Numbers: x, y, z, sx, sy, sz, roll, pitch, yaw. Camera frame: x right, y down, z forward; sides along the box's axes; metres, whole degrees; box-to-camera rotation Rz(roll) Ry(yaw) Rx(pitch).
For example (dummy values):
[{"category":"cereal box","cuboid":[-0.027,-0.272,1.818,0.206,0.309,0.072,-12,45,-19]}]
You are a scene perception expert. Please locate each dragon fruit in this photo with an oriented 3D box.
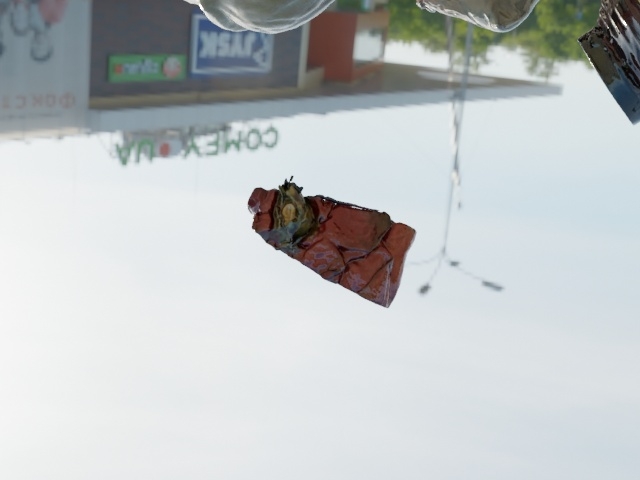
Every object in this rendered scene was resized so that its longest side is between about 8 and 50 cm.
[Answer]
[{"category":"dragon fruit","cuboid":[0.010,-0.016,1.122,0.192,0.092,0.122,26,-168,-15]}]

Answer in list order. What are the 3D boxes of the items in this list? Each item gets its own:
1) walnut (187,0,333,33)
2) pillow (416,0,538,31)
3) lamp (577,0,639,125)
[{"category":"walnut","cuboid":[-0.088,-0.421,1.373,0.296,0.285,0.285,29,-159,14]},{"category":"pillow","cuboid":[0.269,-0.419,1.627,0.173,0.067,0.270,-42,-145,-9]},{"category":"lamp","cuboid":[0.464,-0.265,1.296,0.247,0.247,0.247,5,-166,-1]}]
